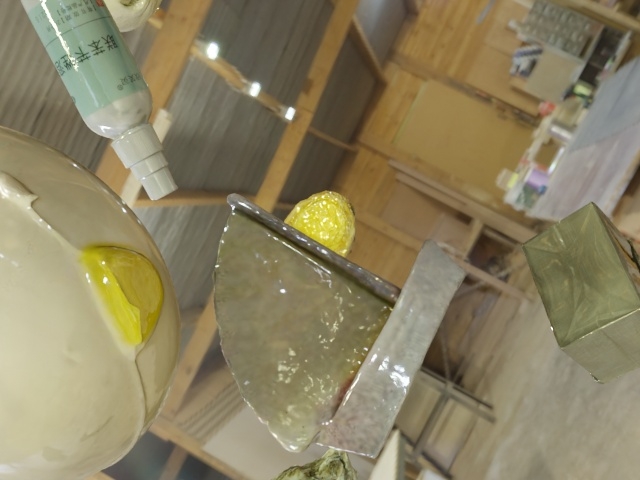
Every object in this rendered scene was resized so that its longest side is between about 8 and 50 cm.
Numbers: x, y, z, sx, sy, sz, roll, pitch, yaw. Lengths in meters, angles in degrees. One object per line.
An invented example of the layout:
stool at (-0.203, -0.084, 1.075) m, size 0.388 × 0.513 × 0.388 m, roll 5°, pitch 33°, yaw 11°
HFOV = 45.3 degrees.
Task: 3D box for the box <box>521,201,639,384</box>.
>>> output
box at (0.456, 0.087, 1.266) m, size 0.155 × 0.149 × 0.231 m, roll -34°, pitch 40°, yaw 27°

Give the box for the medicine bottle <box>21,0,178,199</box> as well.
medicine bottle at (-0.317, -0.225, 1.155) m, size 0.110 × 0.351 × 0.110 m, roll -25°, pitch 10°, yaw 5°

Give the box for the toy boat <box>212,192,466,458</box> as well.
toy boat at (0.008, 0.110, 0.898) m, size 0.111 × 0.294 × 0.276 m, roll 76°, pitch -155°, yaw -76°

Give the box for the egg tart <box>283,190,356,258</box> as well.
egg tart at (0.000, 0.000, 1.456) m, size 0.074 × 0.191 × 0.191 m, roll 42°, pitch -108°, yaw -45°

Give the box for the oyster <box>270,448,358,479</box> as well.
oyster at (-0.025, 0.461, 1.237) m, size 0.268 × 0.198 × 0.112 m, roll -33°, pitch -40°, yaw -12°

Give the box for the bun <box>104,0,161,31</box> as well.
bun at (-0.369, -0.506, 1.412) m, size 0.231 × 0.133 × 0.231 m, roll -6°, pitch -82°, yaw -42°

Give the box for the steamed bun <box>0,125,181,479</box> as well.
steamed bun at (-0.307, 0.060, 0.708) m, size 0.334 × 0.374 × 0.334 m, roll -55°, pitch -2°, yaw -2°
